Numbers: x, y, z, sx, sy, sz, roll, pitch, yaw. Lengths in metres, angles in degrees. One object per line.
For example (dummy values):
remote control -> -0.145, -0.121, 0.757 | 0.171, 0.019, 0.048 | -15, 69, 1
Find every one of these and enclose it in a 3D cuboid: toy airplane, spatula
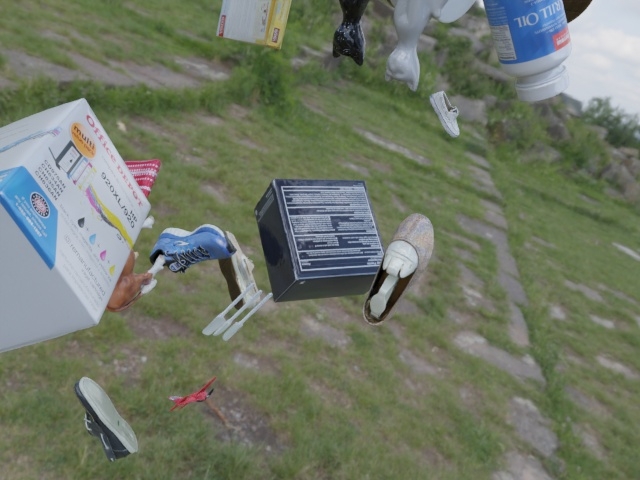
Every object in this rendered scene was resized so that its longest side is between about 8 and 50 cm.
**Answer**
toy airplane -> -0.323, 0.395, 1.519 | 0.151, 0.151, 0.028 | -4, 52, -49
spatula -> -0.281, 0.249, 2.072 | 0.019, 0.242, 0.168 | 49, 4, 34

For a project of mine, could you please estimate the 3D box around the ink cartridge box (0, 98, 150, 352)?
ink cartridge box -> -0.326, -0.021, 0.677 | 0.168, 0.171, 0.233 | -16, 32, 11

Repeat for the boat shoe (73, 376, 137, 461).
boat shoe -> -0.510, 0.418, 1.394 | 0.079, 0.233, 0.084 | -23, 26, -1

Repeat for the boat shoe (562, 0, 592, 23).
boat shoe -> 0.524, -0.584, 1.270 | 0.123, 0.123, 0.342 | 6, -20, 1

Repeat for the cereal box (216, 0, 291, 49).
cereal box -> -0.158, -0.558, 1.441 | 0.047, 0.173, 0.240 | 2, 19, -40

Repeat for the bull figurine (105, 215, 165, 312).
bull figurine -> -0.479, 0.011, 1.420 | 0.101, 0.311, 0.188 | 15, 29, 40

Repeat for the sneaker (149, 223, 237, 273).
sneaker -> -0.400, 0.043, 1.872 | 0.330, 0.130, 0.147 | -5, 41, 35

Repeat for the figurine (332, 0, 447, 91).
figurine -> 0.114, -0.392, 1.079 | 0.215, 0.209, 0.092 | 35, 43, 28

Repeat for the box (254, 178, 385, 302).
box -> 0.000, 0.000, 1.674 | 0.296, 0.183, 0.294 | -2, 64, -27

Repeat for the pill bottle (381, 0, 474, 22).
pill bottle -> 0.173, -0.662, 1.378 | 0.392, 0.224, 0.224 | 40, 26, 29

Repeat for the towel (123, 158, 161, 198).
towel -> -0.383, -0.018, 0.971 | 0.198, 0.275, 0.031 | 2, -30, 27

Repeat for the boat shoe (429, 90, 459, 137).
boat shoe -> 0.251, -0.247, 1.179 | 0.100, 0.035, 0.035 | 55, 37, -20

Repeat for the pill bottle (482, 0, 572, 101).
pill bottle -> 0.366, -0.364, 1.056 | 0.124, 0.222, 0.124 | -21, 25, 10

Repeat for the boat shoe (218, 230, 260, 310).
boat shoe -> -0.301, 0.107, 2.242 | 0.098, 0.109, 0.302 | -8, 73, -38

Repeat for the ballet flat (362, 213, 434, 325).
ballet flat -> 0.181, 0.085, 1.446 | 0.107, 0.316, 0.106 | 29, 31, 19
